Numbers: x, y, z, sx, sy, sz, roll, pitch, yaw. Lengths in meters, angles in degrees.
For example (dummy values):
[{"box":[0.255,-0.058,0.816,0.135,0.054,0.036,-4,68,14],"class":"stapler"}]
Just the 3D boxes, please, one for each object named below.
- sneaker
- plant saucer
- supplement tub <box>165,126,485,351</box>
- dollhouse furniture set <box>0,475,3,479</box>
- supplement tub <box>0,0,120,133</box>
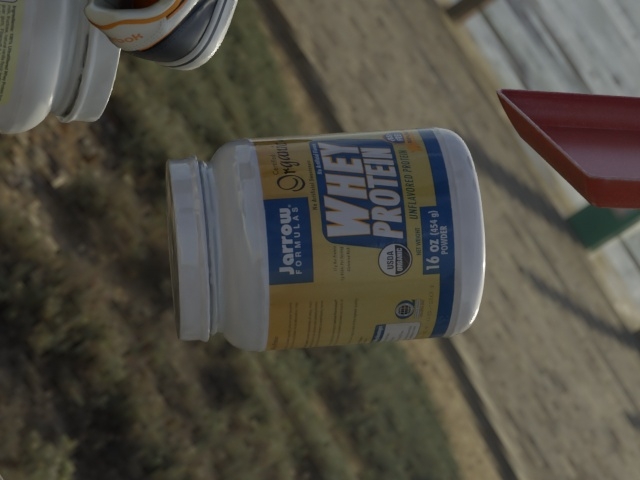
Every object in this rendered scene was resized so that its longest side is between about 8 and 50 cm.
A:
[{"box":[-0.108,-0.309,1.513,0.126,0.321,0.127,18,3,34],"class":"sneaker"},{"box":[0.342,-0.090,1.878,0.259,0.047,0.258,3,23,-19],"class":"plant saucer"},{"box":[0.000,0.000,1.196,0.144,0.200,0.144,176,-90,-82],"class":"supplement tub"},{"box":[-0.312,0.264,1.353,0.301,0.198,0.151,58,-16,-5],"class":"dollhouse furniture set"},{"box":[-0.362,-0.222,1.655,0.325,0.235,0.235,4,40,-20],"class":"supplement tub"}]
